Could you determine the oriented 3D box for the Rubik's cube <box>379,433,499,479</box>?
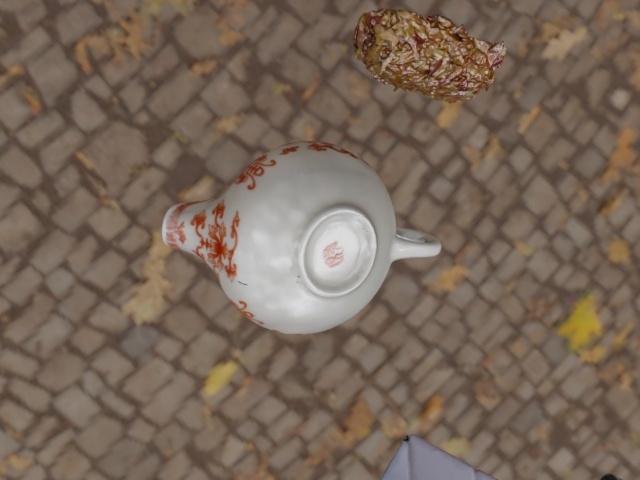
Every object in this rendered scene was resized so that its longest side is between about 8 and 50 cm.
[{"bbox_3d":[0.144,0.389,1.772,0.231,0.221,0.224,-57,165,-19],"label":"Rubik's cube"}]

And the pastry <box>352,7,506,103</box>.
[{"bbox_3d":[0.098,-0.163,1.415,0.169,0.087,0.063,14,72,-39],"label":"pastry"}]

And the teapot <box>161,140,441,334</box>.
[{"bbox_3d":[0.000,0.000,1.267,0.245,0.116,0.159,10,85,-36],"label":"teapot"}]

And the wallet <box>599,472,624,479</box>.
[{"bbox_3d":[0.225,0.293,1.215,0.167,0.036,0.222,24,108,-25],"label":"wallet"}]
